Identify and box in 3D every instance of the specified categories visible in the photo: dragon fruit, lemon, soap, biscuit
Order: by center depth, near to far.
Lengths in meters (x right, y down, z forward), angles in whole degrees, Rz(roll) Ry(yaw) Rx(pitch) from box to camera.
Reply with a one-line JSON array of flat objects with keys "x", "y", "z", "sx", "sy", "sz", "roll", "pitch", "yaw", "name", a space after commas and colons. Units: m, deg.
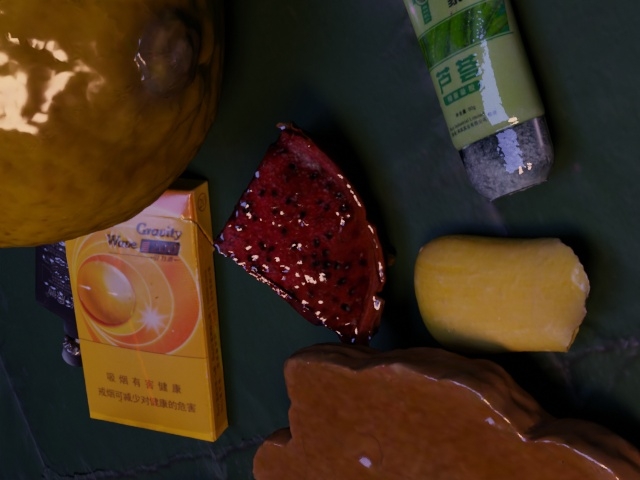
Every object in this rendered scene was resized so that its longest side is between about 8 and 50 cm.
[{"x": 0.125, "y": 0.039, "z": 0.744, "sx": 0.168, "sy": 0.033, "sz": 0.089, "roll": 2, "pitch": 110, "yaw": 51, "name": "soap"}, {"x": 0.094, "y": 0.195, "z": 0.806, "sx": 0.375, "sy": 0.051, "sz": 0.269, "roll": 1, "pitch": 116, "yaw": 41, "name": "biscuit"}, {"x": -0.236, "y": -0.164, "z": 0.855, "sx": 0.387, "sy": 0.349, "sz": 0.350, "roll": 23, "pitch": 123, "yaw": 36, "name": "lemon"}, {"x": 0.000, "y": 0.000, "z": 0.858, "sx": 0.161, "sy": 0.120, "sz": 0.127, "roll": 38, "pitch": 96, "yaw": 0, "name": "dragon fruit"}]

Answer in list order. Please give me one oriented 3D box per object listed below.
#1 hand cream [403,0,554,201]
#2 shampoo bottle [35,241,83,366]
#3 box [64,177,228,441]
[{"x": 0.099, "y": -0.114, "z": 0.696, "sx": 0.095, "sy": 0.046, "sz": 0.175, "roll": -22, "pitch": 87, "yaw": 55, "name": "hand cream"}, {"x": -0.259, "y": 0.012, "z": 1.172, "sx": 0.098, "sy": 0.071, "sz": 0.310, "roll": 26, "pitch": 127, "yaw": 21, "name": "shampoo bottle"}, {"x": -0.174, "y": 0.066, "z": 1.075, "sx": 0.152, "sy": 0.043, "sz": 0.269, "roll": 5, "pitch": 114, "yaw": 20, "name": "box"}]
